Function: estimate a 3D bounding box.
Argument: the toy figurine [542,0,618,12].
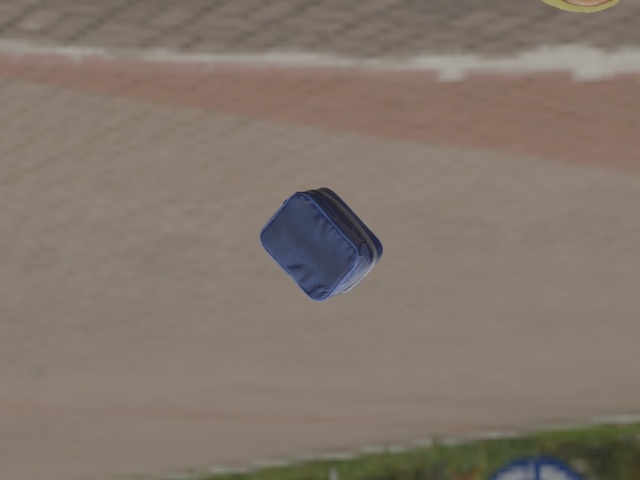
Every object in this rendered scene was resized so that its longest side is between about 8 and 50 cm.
[{"bbox_3d":[0.166,-0.172,0.817,0.213,0.148,0.209,7,169,21],"label":"toy figurine"}]

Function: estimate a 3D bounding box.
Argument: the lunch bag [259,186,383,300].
[{"bbox_3d":[0.000,0.000,1.670,0.067,0.098,0.065,-46,166,21],"label":"lunch bag"}]
